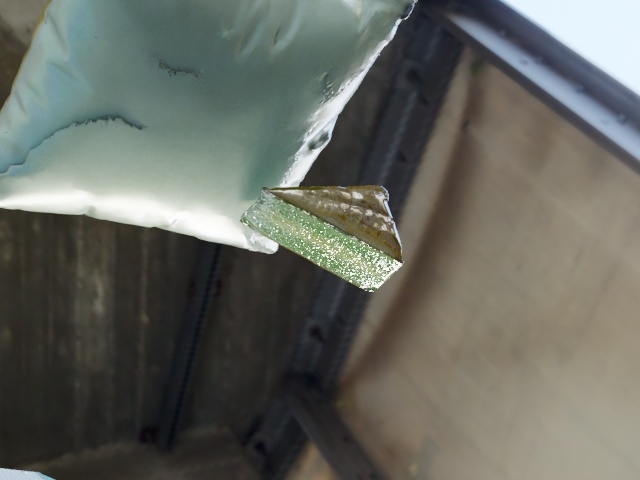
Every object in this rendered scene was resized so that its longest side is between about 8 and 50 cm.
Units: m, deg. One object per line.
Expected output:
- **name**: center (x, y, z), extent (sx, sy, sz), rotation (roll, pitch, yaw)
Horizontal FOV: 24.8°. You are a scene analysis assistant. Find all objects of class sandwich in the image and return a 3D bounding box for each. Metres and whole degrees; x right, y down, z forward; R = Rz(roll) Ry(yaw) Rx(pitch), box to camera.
- **sandwich**: center (0.000, 0.000, 1.242), extent (0.116, 0.074, 0.074), rotation (-1, -25, -23)

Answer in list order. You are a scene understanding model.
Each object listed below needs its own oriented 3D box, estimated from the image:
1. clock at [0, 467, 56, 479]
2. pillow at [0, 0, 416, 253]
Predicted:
- **clock**: center (-0.223, 0.310, 0.965), extent (0.116, 0.231, 0.262), rotation (25, -85, -45)
- **pillow**: center (-0.114, -0.123, 1.223), extent (0.310, 0.119, 0.312), rotation (9, -54, -31)
